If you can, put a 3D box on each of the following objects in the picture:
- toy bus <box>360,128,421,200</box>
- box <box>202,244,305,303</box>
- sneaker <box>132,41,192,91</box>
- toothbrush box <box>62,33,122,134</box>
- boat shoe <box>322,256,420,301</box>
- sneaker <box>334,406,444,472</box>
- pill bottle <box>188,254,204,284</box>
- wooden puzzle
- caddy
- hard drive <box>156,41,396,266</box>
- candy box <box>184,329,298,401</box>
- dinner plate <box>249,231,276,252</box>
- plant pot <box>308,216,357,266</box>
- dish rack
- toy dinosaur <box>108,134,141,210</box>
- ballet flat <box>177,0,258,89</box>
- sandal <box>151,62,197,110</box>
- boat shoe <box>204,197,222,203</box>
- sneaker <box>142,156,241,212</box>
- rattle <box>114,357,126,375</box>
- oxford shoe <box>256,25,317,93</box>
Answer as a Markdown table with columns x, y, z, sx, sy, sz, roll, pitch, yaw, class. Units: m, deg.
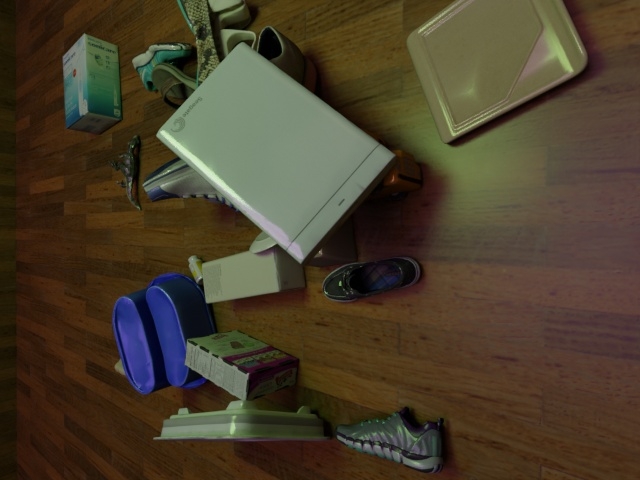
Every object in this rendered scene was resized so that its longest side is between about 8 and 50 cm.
| x | y | z | sx | sy | sz | roll | pitch | yaw | class |
| --- | --- | --- | --- | --- | --- | --- | --- | --- | --- |
| 0.029 | -0.130 | 0.815 | 0.333 | 0.108 | 0.130 | -8 | 83 | 39 | toy bus |
| -0.172 | 0.084 | 0.987 | 0.275 | 0.094 | 0.113 | -12 | 82 | 38 | box |
| -0.480 | -0.543 | 1.248 | 0.275 | 0.107 | 0.110 | -1 | 109 | 44 | sneaker |
| -0.873 | -0.585 | 1.530 | 0.216 | 0.126 | 0.295 | -7 | 85 | 39 | toothbrush box |
| 0.082 | 0.081 | 0.792 | 0.228 | 0.076 | 0.080 | -13 | 82 | 38 | boat shoe |
| 0.131 | 0.365 | 0.772 | 0.224 | 0.083 | 0.098 | -2 | 66 | 37 | sneaker |
| -0.355 | 0.084 | 1.167 | 0.043 | 0.043 | 0.083 | -48 | 62 | 29 | pill bottle |
| 0.274 | -0.308 | 0.661 | 0.239 | 0.044 | 0.221 | -26 | 75 | 41 | wooden puzzle |
| -0.427 | 0.264 | 1.144 | 0.241 | 0.179 | 0.341 | -18 | 85 | 18 | caddy |
| -0.082 | -0.157 | 0.687 | 0.353 | 0.047 | 0.233 | 40 | 86 | 14 | hard drive |
| -0.192 | 0.292 | 0.963 | 0.233 | 0.159 | 0.071 | 12 | 96 | 39 | candy box |
| -0.105 | -0.018 | 0.911 | 0.141 | 0.141 | 0.017 | -15 | 113 | 38 | dinner plate |
| 0.000 | 0.000 | 0.845 | 0.109 | 0.096 | 0.109 | -12 | 83 | 39 | plant pot |
| -0.173 | 0.410 | 0.892 | 0.333 | 0.285 | 0.072 | -24 | 55 | 37 | dish rack |
| -0.690 | -0.240 | 1.428 | 0.118 | 0.064 | 0.268 | 1 | 95 | 32 | toy dinosaur |
| -0.243 | -0.498 | 1.015 | 0.182 | 0.164 | 0.483 | -17 | 77 | 17 | ballet flat |
| -0.404 | -0.421 | 1.143 | 0.303 | 0.120 | 0.086 | 32 | 74 | 33 | sandal |
| -0.325 | -0.231 | 1.103 | 0.094 | 0.109 | 0.302 | -47 | 60 | 27 | boat shoe |
| -0.244 | -0.131 | 0.962 | 0.127 | 0.315 | 0.182 | -119 | 7 | -63 | sneaker |
| -0.563 | 0.429 | 1.325 | 0.200 | 0.130 | 0.142 | -5 | 99 | 13 | rattle |
| -0.101 | -0.262 | 0.804 | 0.140 | 0.146 | 0.397 | -19 | 54 | 28 | oxford shoe |
